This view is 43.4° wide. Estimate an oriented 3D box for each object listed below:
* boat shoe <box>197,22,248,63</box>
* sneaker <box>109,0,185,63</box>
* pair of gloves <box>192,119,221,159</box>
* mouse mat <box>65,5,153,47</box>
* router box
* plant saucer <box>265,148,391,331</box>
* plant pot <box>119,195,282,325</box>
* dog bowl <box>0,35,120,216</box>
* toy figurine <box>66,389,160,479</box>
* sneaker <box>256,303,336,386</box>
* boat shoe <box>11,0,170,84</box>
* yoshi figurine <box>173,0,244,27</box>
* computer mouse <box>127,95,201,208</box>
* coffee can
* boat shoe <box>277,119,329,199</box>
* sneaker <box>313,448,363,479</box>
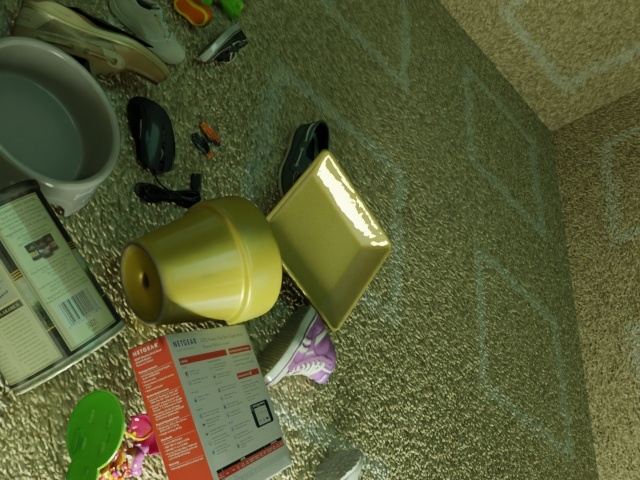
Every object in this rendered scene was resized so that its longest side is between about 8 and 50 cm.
[{"bbox_3d":[-0.239,-0.493,2.053,0.070,0.077,0.219,52,34,-15],"label":"boat shoe"},{"bbox_3d":[-0.380,-0.497,1.852,0.212,0.094,0.080,40,39,-31],"label":"sneaker"},{"bbox_3d":[-0.270,-0.237,1.901,0.074,0.010,0.083,49,39,-22],"label":"pair of gloves"},{"bbox_3d":[-0.460,-0.448,1.685,0.189,0.152,0.007,19,91,-45],"label":"mouse mat"},{"bbox_3d":[-0.190,0.316,1.485,0.301,0.082,0.335,70,16,10],"label":"router box"},{"bbox_3d":[0.000,0.000,1.977,0.333,0.081,0.333,55,50,-21],"label":"plant saucer"},{"bbox_3d":[-0.243,0.054,1.553,0.239,0.254,0.254,-14,79,-40],"label":"plant pot"},{"bbox_3d":[-0.519,-0.215,1.471,0.348,0.102,0.349,31,46,-39],"label":"dog bowl"},{"bbox_3d":[-0.329,0.350,1.356,0.159,0.130,0.173,30,67,-52],"label":"toy figurine"},{"bbox_3d":[-0.040,0.273,1.789,0.161,0.102,0.282,59,34,-11],"label":"sneaker"},{"bbox_3d":[-0.469,-0.387,1.661,0.341,0.121,0.110,21,88,-41],"label":"boat shoe"},{"bbox_3d":[-0.232,-0.682,2.108,0.203,0.203,0.362,66,28,-25],"label":"yoshi figurine"},{"bbox_3d":[-0.325,-0.196,1.754,0.184,0.060,0.262,15,57,-47],"label":"computer mouse"},{"bbox_3d":[-0.464,0.072,1.261,0.275,0.201,0.201,60,34,-6],"label":"coffee can"},{"bbox_3d":[-0.033,-0.191,2.106,0.116,0.099,0.320,39,41,-35],"label":"boat shoe"},{"bbox_3d":[0.035,0.546,1.735,0.235,0.090,0.095,-48,121,-50],"label":"sneaker"}]
